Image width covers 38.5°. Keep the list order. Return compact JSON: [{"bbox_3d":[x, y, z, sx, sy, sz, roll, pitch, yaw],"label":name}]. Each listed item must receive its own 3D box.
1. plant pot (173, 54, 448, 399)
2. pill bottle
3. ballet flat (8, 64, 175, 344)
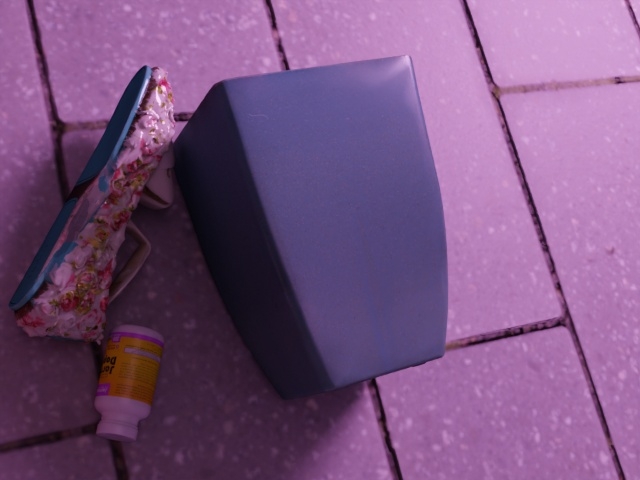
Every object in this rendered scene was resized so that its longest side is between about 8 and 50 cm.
[{"bbox_3d":[0.000,0.000,0.736,0.165,0.165,0.234,-12,81,-24],"label":"plant pot"},{"bbox_3d":[-0.148,0.109,0.701,0.043,0.043,0.083,14,66,-16],"label":"pill bottle"},{"bbox_3d":[-0.163,-0.025,0.731,0.077,0.091,0.241,33,69,-26],"label":"ballet flat"}]
